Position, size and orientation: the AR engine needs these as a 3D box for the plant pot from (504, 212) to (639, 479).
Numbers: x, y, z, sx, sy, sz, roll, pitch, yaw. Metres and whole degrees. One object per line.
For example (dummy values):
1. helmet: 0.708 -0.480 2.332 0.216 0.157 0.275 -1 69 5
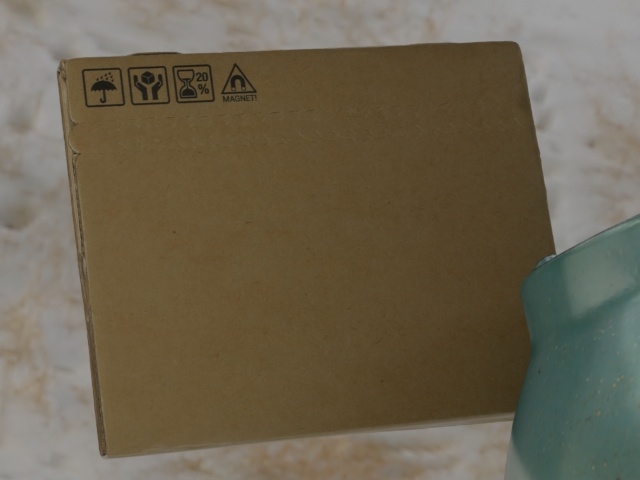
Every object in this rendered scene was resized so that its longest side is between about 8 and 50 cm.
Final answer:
1. plant pot: 0.183 0.071 0.588 0.293 0.293 0.196 -10 75 -50

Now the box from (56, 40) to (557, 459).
1. box: 0.000 0.000 0.695 0.201 0.165 0.021 -4 -13 -17
